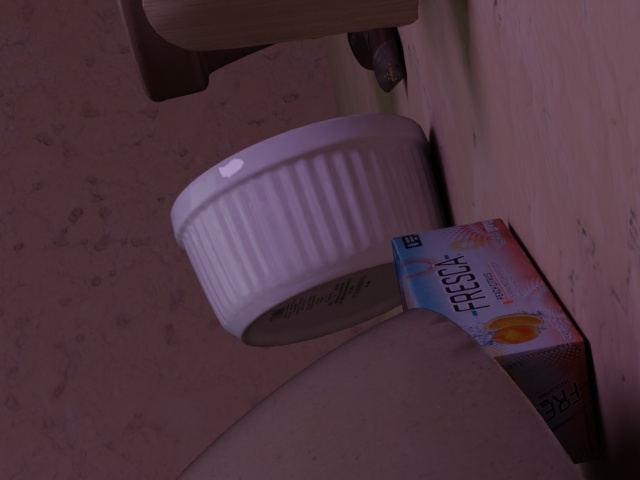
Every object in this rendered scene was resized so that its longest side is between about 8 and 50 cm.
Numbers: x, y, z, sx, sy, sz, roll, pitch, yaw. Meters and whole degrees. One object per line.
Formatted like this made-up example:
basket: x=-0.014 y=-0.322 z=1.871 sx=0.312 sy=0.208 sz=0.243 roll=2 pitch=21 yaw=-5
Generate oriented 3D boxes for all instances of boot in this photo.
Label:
boot: x=0.052 y=-0.159 z=1.227 sx=0.106 sy=0.037 sz=0.114 roll=77 pitch=177 yaw=-47

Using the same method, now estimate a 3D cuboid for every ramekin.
ramekin: x=0.000 y=0.000 z=1.062 sx=0.207 sy=0.207 sz=0.109 roll=81 pitch=169 yaw=-74

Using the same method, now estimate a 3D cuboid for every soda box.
soda box: x=0.077 y=0.046 z=0.663 sx=0.183 sy=0.063 sz=0.058 roll=-102 pitch=2 yaw=-73

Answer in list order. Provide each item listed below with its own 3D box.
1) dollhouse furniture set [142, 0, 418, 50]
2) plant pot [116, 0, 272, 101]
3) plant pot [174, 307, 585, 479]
dollhouse furniture set: x=-0.105 y=-0.352 z=0.744 sx=0.394 sy=0.257 sz=0.362 roll=81 pitch=-177 yaw=-47
plant pot: x=-0.070 y=-0.272 z=1.285 sx=0.263 sy=0.229 sz=0.263 roll=170 pitch=90 yaw=-89
plant pot: x=0.006 y=0.192 z=0.512 sx=0.284 sy=0.191 sz=0.284 roll=157 pitch=90 yaw=-80
